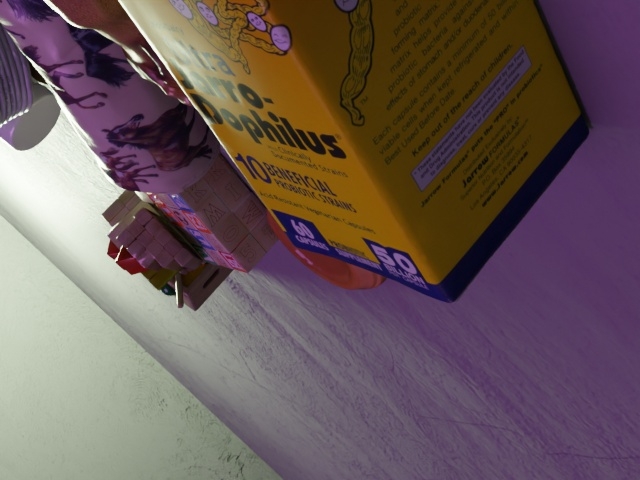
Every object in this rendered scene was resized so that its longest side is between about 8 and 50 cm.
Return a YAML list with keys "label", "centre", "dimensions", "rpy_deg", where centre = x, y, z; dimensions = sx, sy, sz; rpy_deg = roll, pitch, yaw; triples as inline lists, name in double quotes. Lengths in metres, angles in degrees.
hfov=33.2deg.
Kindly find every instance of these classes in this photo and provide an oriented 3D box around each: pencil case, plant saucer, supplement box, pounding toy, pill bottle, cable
- label: "pencil case"
  centre: [-0.259, -0.235, 1.208]
  dimensions: [0.183, 0.160, 0.410]
  rpy_deg: [61, 179, 43]
- label: "plant saucer"
  centre: [0.000, 0.000, 1.430]
  dimensions: [0.200, 0.037, 0.200]
  rpy_deg: [37, 162, 14]
- label: "supplement box"
  centre: [0.015, -0.155, 0.789]
  dimensions: [0.194, 0.195, 0.356]
  rpy_deg: [19, 151, 49]
- label: "pounding toy"
  centre: [-0.230, 0.049, 1.836]
  dimensions: [0.130, 0.141, 0.100]
  rpy_deg: [34, 160, 21]
- label: "pill bottle"
  centre: [-0.563, -0.266, 1.761]
  dimensions: [0.272, 0.152, 0.152]
  rpy_deg: [38, 162, 12]
- label: "cable"
  centre: [-0.502, -0.288, 1.560]
  dimensions: [0.257, 0.089, 0.257]
  rpy_deg: [11, 123, 61]

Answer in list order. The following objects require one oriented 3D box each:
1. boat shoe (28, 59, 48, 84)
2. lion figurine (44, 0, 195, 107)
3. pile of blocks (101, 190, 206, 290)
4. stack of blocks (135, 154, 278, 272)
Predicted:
- label: "boat shoe"
  centre: [-0.414, -0.279, 1.585]
  dimensions: [0.170, 0.059, 0.063]
  rpy_deg: [33, 140, 40]
- label: "lion figurine"
  centre: [-0.173, -0.225, 0.921]
  dimensions: [0.240, 0.142, 0.392]
  rpy_deg: [63, -158, 10]
- label: "pile of blocks"
  centre: [-0.278, 0.010, 1.724]
  dimensions: [0.149, 0.112, 0.362]
  rpy_deg: [45, 180, -17]
- label: "stack of blocks"
  centre: [-0.205, -0.092, 1.545]
  dimensions: [0.297, 0.087, 0.171]
  rpy_deg: [51, 160, -28]
